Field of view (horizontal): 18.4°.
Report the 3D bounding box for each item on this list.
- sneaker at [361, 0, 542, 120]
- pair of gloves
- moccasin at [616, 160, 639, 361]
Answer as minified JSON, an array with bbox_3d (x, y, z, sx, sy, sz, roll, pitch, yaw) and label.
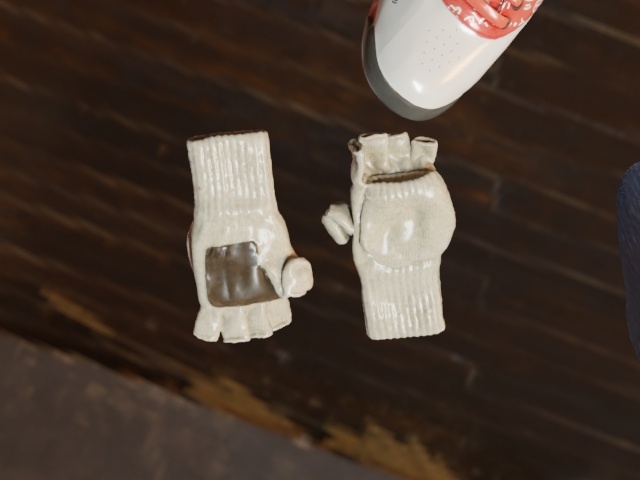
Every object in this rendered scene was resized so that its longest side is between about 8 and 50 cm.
[{"bbox_3d":[0.133,-0.200,1.256,0.090,0.270,0.145,42,153,-11],"label":"sneaker"},{"bbox_3d":[0.000,0.000,1.758,0.240,0.042,0.204,1,114,-1],"label":"pair of gloves"},{"bbox_3d":[0.273,0.010,1.347,0.116,0.138,0.342,-23,159,-3],"label":"moccasin"}]
